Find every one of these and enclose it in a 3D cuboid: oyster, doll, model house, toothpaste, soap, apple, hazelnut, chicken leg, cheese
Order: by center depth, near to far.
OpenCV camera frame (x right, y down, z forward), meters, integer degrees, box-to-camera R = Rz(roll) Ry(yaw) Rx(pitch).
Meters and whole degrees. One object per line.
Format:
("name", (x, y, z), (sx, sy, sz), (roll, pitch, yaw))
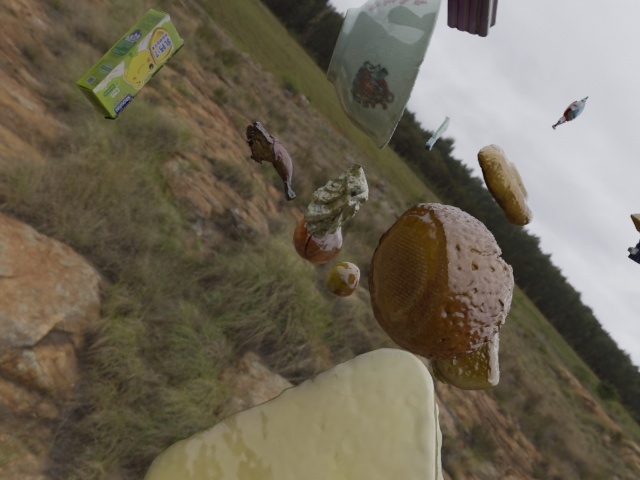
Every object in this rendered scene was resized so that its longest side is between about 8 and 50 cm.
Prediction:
("cheese", (0.007, 0.335, 0.592), (0.383, 0.384, 0.104), (60, -7, 39))
("chicken leg", (-0.076, -0.129, 0.847), (0.037, 0.062, 0.145), (-12, 56, -50))
("model house", (0.675, -0.001, 1.110), (0.100, 0.100, 0.087), (14, 28, -22))
("apple", (0.051, 0.089, 1.247), (0.071, 0.083, 0.084), (22, 10, -4))
("oyster", (0.047, -0.082, 1.328), (0.133, 0.209, 0.072), (46, 8, -34))
("soap", (0.382, -0.617, 1.353), (0.122, 0.065, 0.203), (29, -18, 24))
("doll", (0.663, -0.336, 1.429), (0.057, 0.114, 0.039), (19, 37, -44))
("toothpaste", (-0.526, -0.495, 1.513), (0.077, 0.327, 0.110), (25, -20, 27))
("hazelnut", (0.000, 0.000, 1.834), (0.182, 0.182, 0.182), (53, 7, -9))

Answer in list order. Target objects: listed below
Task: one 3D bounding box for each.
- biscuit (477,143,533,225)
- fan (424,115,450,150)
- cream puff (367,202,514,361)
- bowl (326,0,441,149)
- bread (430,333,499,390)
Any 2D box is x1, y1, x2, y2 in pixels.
("biscuit", (0.560, -0.182, 1.643), (0.213, 0.091, 0.274), (31, 41, -49))
("fan", (0.279, -0.250, 1.281), (0.016, 0.038, 0.193), (18, 35, 18))
("cream puff", (0.234, 0.084, 1.035), (0.212, 0.303, 0.303), (17, 25, -27))
("bowl", (0.132, -0.464, 1.367), (0.196, 0.434, 0.435), (17, 12, -6))
("bread", (0.346, 0.227, 1.330), (0.195, 0.176, 0.246), (-9, 97, -71))
